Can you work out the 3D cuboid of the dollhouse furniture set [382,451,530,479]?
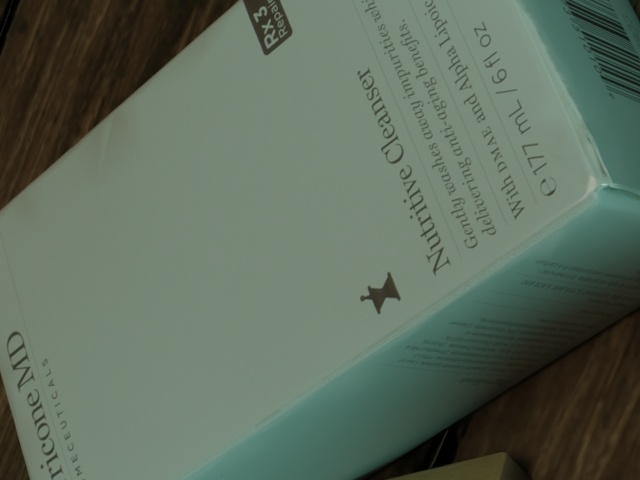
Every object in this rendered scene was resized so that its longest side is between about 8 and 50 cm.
[{"bbox_3d":[0.059,0.220,0.888,0.144,0.123,0.151,-20,34,37],"label":"dollhouse furniture set"}]

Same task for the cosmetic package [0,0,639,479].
[{"bbox_3d":[0.000,0.000,0.897,0.385,0.156,0.217,-37,61,28],"label":"cosmetic package"}]
